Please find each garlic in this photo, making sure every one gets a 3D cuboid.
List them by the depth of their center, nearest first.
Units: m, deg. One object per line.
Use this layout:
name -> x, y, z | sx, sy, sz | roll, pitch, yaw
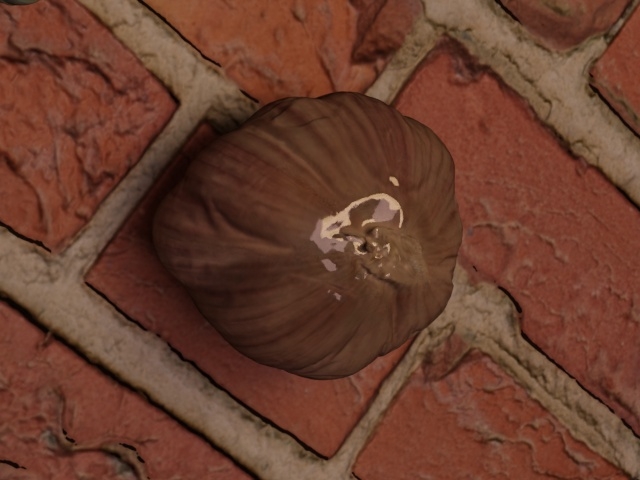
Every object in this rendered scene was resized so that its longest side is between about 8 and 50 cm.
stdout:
garlic -> 0.000, 0.000, 1.673 | 0.317, 0.259, 0.317 | -4, 98, -33

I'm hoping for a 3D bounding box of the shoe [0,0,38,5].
shoe -> -0.327, -0.329, 1.519 | 0.100, 0.103, 0.251 | -15, 96, 17
